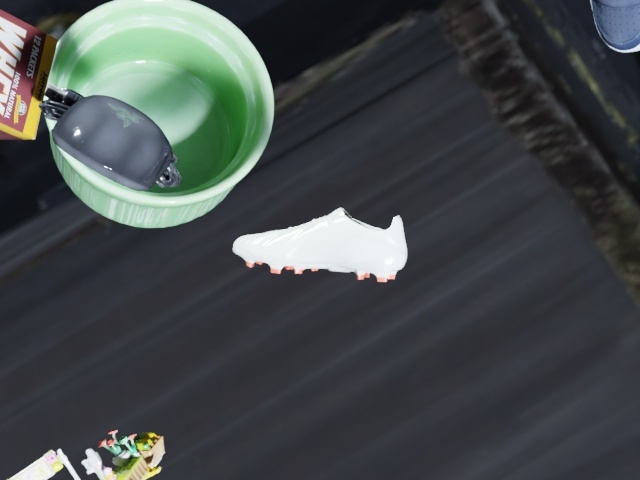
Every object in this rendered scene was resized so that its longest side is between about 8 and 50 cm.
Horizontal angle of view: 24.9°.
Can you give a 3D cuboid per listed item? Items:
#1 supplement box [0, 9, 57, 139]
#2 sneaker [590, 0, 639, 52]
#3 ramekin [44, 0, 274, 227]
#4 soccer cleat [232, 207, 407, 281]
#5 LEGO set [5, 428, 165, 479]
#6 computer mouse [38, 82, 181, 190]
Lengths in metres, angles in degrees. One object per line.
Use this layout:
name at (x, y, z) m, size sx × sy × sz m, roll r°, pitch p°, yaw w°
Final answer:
supplement box at (-0.455, -0.208, 1.715) m, size 0.194 × 0.129 × 0.191 m, roll 2°, pitch -15°, yaw 37°
sneaker at (0.299, -0.328, 1.522) m, size 0.099 × 0.153 × 0.282 m, roll 12°, pitch -67°, yaw 34°
ramekin at (-0.224, -0.164, 1.960) m, size 0.303 × 0.303 × 0.148 m, roll 58°, pitch -21°, yaw 10°
soccer cleat at (0.000, 0.000, 1.601) m, size 0.068 × 0.196 × 0.076 m, roll -17°, pitch 111°, yaw -75°
LEGO set at (-0.284, 0.278, 1.689) m, size 0.132 × 0.287 × 0.107 m, roll -22°, pitch -78°, yaw 51°
computer mouse at (-0.223, -0.119, 1.578) m, size 0.188 × 0.072 × 0.272 m, roll 31°, pitch 4°, yaw -8°
